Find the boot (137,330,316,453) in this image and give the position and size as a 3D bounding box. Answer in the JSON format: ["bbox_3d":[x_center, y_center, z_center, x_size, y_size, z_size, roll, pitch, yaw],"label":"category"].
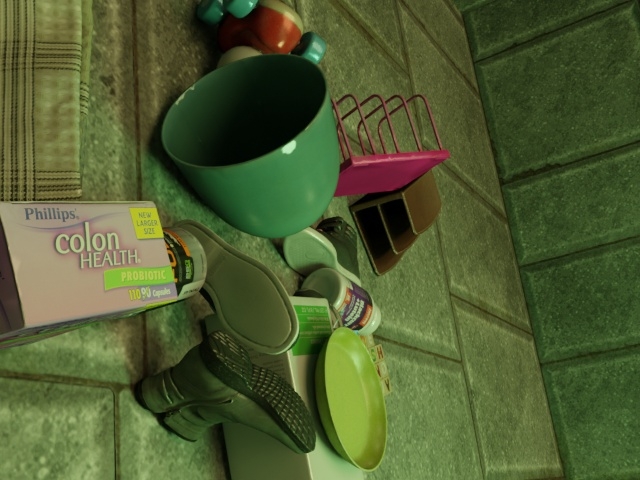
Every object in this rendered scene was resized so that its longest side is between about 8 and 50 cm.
[{"bbox_3d":[-0.135,0.250,1.078,0.246,0.161,0.083,46,21,-18],"label":"boot"}]

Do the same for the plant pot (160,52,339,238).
[{"bbox_3d":[-0.098,-0.144,1.290,0.235,0.293,0.293,68,22,-45],"label":"plant pot"}]

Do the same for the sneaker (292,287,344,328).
[{"bbox_3d":[-0.002,0.224,1.432,0.106,0.101,0.267,-20,92,-61],"label":"sneaker"}]

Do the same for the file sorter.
[{"bbox_3d":[0.104,-0.224,1.684,0.291,0.202,0.182,-9,76,-36],"label":"file sorter"}]

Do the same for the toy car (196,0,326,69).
[{"bbox_3d":[-0.152,-0.354,1.464,0.219,0.210,0.237,32,75,-35],"label":"toy car"}]

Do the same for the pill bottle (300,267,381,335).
[{"bbox_3d":[0.050,0.139,1.568,0.193,0.108,0.108,35,45,-49],"label":"pill bottle"}]

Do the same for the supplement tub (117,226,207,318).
[{"bbox_3d":[-0.257,0.045,1.035,0.190,0.117,0.116,-15,88,-64],"label":"supplement tub"}]

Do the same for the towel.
[{"bbox_3d":[-0.404,-0.185,0.772,0.313,0.056,0.324,2,64,-19],"label":"towel"}]

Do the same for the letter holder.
[{"bbox_3d":[0.227,-0.048,1.978,0.302,0.152,0.214,-37,109,-62],"label":"letter holder"}]

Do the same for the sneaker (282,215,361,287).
[{"bbox_3d":[0.000,0.000,1.577,0.296,0.105,0.146,44,36,-53],"label":"sneaker"}]

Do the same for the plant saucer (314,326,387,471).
[{"bbox_3d":[0.048,0.267,1.233,0.241,0.037,0.240,47,35,-47],"label":"plant saucer"}]

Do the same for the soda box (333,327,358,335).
[{"bbox_3d":[0.021,0.268,1.356,0.071,0.067,0.209,4,86,-28],"label":"soda box"}]

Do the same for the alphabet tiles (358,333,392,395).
[{"bbox_3d":[0.105,0.306,1.643,0.237,0.009,0.198,-3,78,-64],"label":"alphabet tiles"}]

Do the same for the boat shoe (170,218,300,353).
[{"bbox_3d":[-0.127,0.073,1.139,0.302,0.114,0.091,45,-2,32],"label":"boat shoe"}]

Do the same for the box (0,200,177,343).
[{"bbox_3d":[-0.320,0.047,0.775,0.214,0.243,0.117,-5,78,-64],"label":"box"}]

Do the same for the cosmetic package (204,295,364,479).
[{"bbox_3d":[-0.056,0.288,1.230,0.197,0.155,0.365,10,64,-64],"label":"cosmetic package"}]
